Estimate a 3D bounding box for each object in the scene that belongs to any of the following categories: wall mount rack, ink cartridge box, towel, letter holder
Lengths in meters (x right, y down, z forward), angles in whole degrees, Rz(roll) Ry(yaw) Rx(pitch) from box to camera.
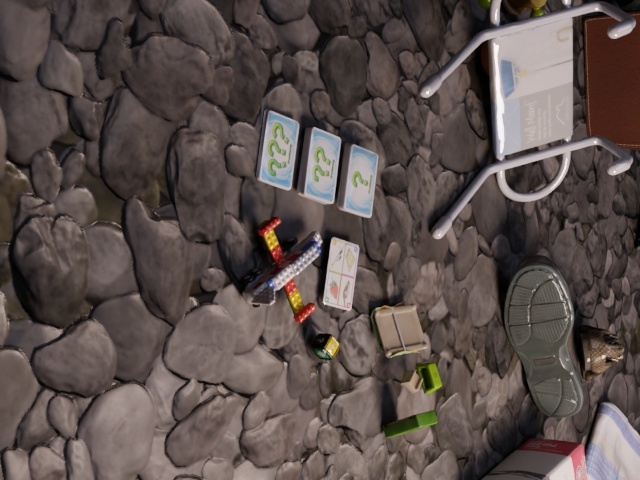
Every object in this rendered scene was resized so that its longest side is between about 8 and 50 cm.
[{"bbox_3d":[0.249,-0.161,1.421,0.304,0.130,0.350,-17,124,-12],"label":"wall mount rack"},{"bbox_3d":[0.280,0.383,1.514,0.218,0.092,0.159,-24,108,-51],"label":"ink cartridge box"},{"bbox_3d":[0.462,0.424,1.790,0.209,0.034,0.285,47,55,-40],"label":"towel"},{"bbox_3d":[0.576,-0.248,1.718,0.152,0.301,0.215,-8,96,-51],"label":"letter holder"}]

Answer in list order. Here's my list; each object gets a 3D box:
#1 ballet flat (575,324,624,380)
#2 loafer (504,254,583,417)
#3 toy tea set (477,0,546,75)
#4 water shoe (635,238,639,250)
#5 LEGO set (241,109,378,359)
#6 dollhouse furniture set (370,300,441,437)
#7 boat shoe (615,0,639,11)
[{"bbox_3d":[0.404,0.159,1.625,0.250,0.058,0.084,34,48,-77],"label":"ballet flat"},{"bbox_3d":[0.316,0.126,1.579,0.084,0.096,0.268,-68,148,-55],"label":"loafer"},{"bbox_3d":[0.267,-0.379,1.470,0.200,0.124,0.336,-43,122,-43],"label":"toy tea set"},{"bbox_3d":[0.608,0.008,1.961,0.203,0.073,0.080,20,96,-46],"label":"water shoe"},{"bbox_3d":[0.000,0.000,1.192,0.182,0.060,0.244,18,76,-46],"label":"LEGO set"},{"bbox_3d":[0.091,0.152,1.332,0.076,0.058,0.152,-6,76,-44],"label":"dollhouse furniture set"},{"bbox_3d":[0.527,-0.529,1.813,0.113,0.127,0.340,32,75,-17],"label":"boat shoe"}]
